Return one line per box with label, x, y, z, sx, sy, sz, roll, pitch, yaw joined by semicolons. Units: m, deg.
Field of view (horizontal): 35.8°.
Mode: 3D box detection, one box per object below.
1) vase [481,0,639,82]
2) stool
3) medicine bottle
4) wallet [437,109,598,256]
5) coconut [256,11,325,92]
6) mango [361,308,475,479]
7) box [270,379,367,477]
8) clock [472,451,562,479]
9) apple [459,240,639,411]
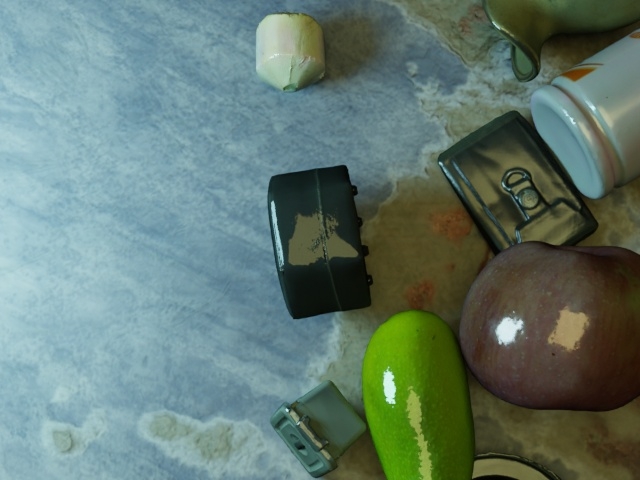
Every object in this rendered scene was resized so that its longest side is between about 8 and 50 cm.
vase;0.379;-0.452;1.593;0.302;0.241;0.329;-32;53;10
stool;0.000;0.000;1.521;0.141;0.232;0.232;-10;81;3
medicine bottle;0.511;-0.224;1.541;0.316;0.202;0.202;-30;82;-2
wallet;0.314;-0.077;1.598;0.168;0.052;0.245;-33;79;5
coconut;-0.049;-0.301;1.618;0.116;0.116;0.122;0;76;2
mango;0.148;0.266;1.465;0.156;0.192;0.343;-19;61;23
box;0.000;0.283;1.508;0.093;0.172;0.124;-37;83;-19
clock;0.271;0.466;1.520;0.280;0.055;0.281;0;82;2
apple;0.358;0.121;1.451;0.305;0.306;0.235;6;98;3
